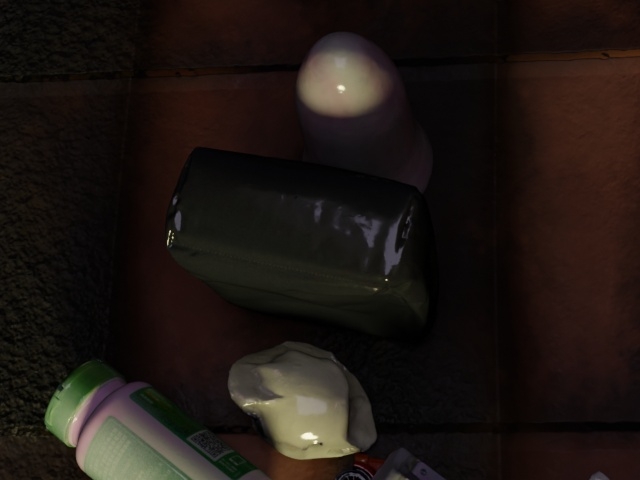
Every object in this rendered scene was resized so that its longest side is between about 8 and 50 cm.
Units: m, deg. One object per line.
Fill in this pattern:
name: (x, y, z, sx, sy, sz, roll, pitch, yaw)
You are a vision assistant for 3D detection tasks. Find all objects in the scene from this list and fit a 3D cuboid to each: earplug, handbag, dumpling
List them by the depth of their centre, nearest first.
handbag: (0.000, -0.003, 1.862, 0.301, 0.275, 0.178, 10, 78, 18)
dumpling: (-0.018, 0.183, 1.888, 0.176, 0.092, 0.150, 5, 54, 16)
earplug: (0.041, -0.157, 1.899, 0.172, 0.301, 0.172, -3, 67, 7)

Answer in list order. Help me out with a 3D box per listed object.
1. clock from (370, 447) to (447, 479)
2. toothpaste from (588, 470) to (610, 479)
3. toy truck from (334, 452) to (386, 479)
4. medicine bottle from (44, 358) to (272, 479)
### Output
clock: (0.096, 0.364, 1.687, 0.186, 0.083, 0.253, 37, 62, 1)
toothpaste: (0.265, 0.342, 1.804, 0.048, 0.031, 0.190, 40, 81, 18)
toy truck: (0.058, 0.377, 1.778, 0.114, 0.107, 0.253, 7, 66, 1)
medicine bottle: (-0.195, 0.257, 1.856, 0.274, 0.133, 0.133, 35, 77, 19)
